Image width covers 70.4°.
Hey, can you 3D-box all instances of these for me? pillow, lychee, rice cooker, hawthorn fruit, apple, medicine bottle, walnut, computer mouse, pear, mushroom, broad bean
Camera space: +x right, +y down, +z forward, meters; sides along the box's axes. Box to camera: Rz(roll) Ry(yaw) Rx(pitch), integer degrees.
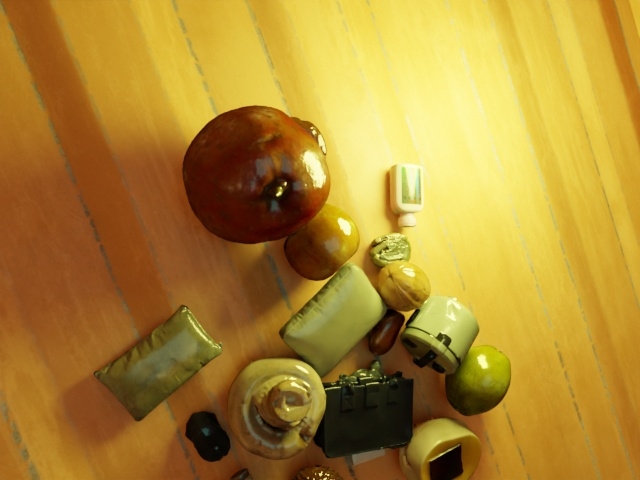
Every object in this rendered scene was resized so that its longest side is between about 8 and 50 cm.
[{"bbox_3d":[0.050,0.253,1.421,0.322,0.120,0.255,-43,122,-11],"label":"pillow"},{"bbox_3d":[-0.006,0.778,1.354,0.238,0.200,0.200,27,76,-48],"label":"lychee"},{"bbox_3d":[0.396,0.323,1.534,0.226,0.226,0.244,43,68,-15],"label":"rice cooker"},{"bbox_3d":[-0.167,-0.164,1.225,0.403,0.403,0.402,1,87,-23],"label":"hawthorn fruit"},{"bbox_3d":[0.000,0.000,1.392,0.207,0.237,0.237,45,72,2],"label":"apple"},{"bbox_3d":[0.303,-0.157,1.593,0.115,0.078,0.219,1,87,-25],"label":"medicine bottle"},{"bbox_3d":[0.277,0.154,1.509,0.197,0.165,0.165,39,70,-52],"label":"walnut"},{"bbox_3d":[-0.321,0.570,1.307,0.099,0.057,0.172,-34,104,-22],"label":"computer mouse"},{"bbox_3d":[0.552,0.488,1.597,0.269,0.212,0.212,-44,103,-14],"label":"pear"},{"bbox_3d":[-0.114,0.470,1.269,0.293,0.290,0.292,3,77,-14],"label":"mushroom"},{"bbox_3d":[-0.439,0.335,1.262,0.302,0.075,0.185,-39,100,-17],"label":"pillow"},{"bbox_3d":[0.219,0.311,1.532,0.114,0.084,0.165,27,82,-33],"label":"broad bean"}]

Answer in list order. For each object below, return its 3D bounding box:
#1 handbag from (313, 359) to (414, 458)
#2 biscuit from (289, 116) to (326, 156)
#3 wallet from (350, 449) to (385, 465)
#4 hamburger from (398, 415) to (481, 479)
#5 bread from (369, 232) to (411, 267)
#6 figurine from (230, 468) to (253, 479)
[{"bbox_3d":[0.139,0.538,1.471,0.326,0.118,0.269,1,94,-23],"label":"handbag"},{"bbox_3d":[-0.075,-0.294,1.465,0.212,0.036,0.212,1,87,-21],"label":"biscuit"},{"bbox_3d":[0.156,0.706,1.518,0.122,0.025,0.061,-8,84,-22],"label":"wallet"},{"bbox_3d":[0.408,0.728,1.558,0.295,0.151,0.227,3,92,-30],"label":"hamburger"},{"bbox_3d":[0.240,0.036,1.565,0.156,0.064,0.117,-13,91,-24],"label":"bread"},{"bbox_3d":[-0.181,0.857,1.289,0.248,0.203,0.380,-24,83,-37],"label":"figurine"}]
